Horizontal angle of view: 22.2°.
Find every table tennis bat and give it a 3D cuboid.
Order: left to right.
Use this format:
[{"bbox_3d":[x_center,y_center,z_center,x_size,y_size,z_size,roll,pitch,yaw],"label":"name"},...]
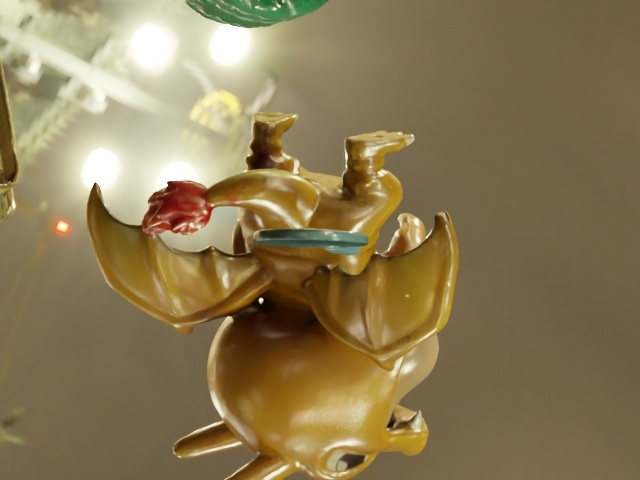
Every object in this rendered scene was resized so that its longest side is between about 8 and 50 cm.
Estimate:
[{"bbox_3d":[0.000,0.000,1.469,0.100,0.155,0.019,-1,-95,24],"label":"table tennis bat"}]

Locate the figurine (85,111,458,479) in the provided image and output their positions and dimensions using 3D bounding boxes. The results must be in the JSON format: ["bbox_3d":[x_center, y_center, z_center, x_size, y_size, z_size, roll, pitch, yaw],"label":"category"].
[{"bbox_3d":[-0.039,0.068,1.746,0.401,0.268,0.387,5,-71,12],"label":"figurine"}]

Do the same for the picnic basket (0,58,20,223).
[{"bbox_3d":[-0.459,-0.124,1.565,0.313,0.175,0.228,-12,-123,-8],"label":"picnic basket"}]

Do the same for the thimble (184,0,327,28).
[{"bbox_3d":[-0.067,-0.405,1.999,0.288,0.254,0.167,-53,-159,-15],"label":"thimble"}]
